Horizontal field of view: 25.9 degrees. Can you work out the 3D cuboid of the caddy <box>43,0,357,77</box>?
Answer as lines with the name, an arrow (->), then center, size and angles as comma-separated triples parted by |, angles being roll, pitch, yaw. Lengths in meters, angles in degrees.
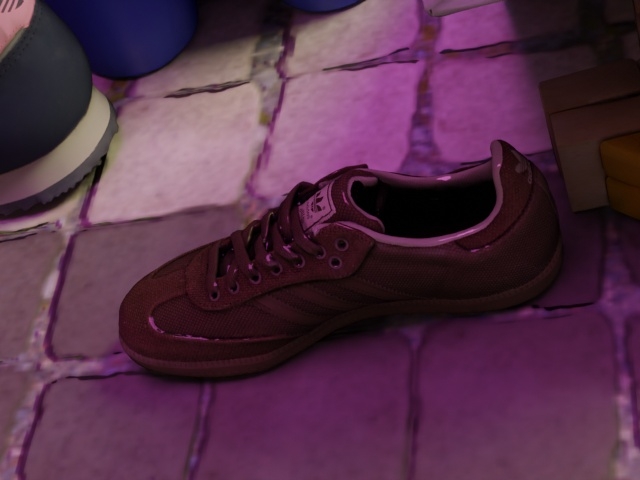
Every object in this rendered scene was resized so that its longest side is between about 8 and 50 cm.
caddy -> -0.085, -0.253, 0.757 | 0.241, 0.179, 0.341 | -18, 44, 4

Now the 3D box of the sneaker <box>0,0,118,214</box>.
sneaker -> -0.270, -0.064, 0.685 | 0.319, 0.131, 0.112 | -15, 45, 8

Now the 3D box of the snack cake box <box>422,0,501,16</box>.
snack cake box -> 0.124, -0.150, 0.545 | 0.152, 0.089, 0.264 | -9, 10, 14

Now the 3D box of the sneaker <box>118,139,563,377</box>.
sneaker -> 0.000, 0.000, 0.561 | 0.188, 0.071, 0.066 | -14, 45, 9

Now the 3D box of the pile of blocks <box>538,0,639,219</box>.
pile of blocks -> 0.215, -0.010, 0.457 | 0.362, 0.112, 0.149 | 19, 58, 35
